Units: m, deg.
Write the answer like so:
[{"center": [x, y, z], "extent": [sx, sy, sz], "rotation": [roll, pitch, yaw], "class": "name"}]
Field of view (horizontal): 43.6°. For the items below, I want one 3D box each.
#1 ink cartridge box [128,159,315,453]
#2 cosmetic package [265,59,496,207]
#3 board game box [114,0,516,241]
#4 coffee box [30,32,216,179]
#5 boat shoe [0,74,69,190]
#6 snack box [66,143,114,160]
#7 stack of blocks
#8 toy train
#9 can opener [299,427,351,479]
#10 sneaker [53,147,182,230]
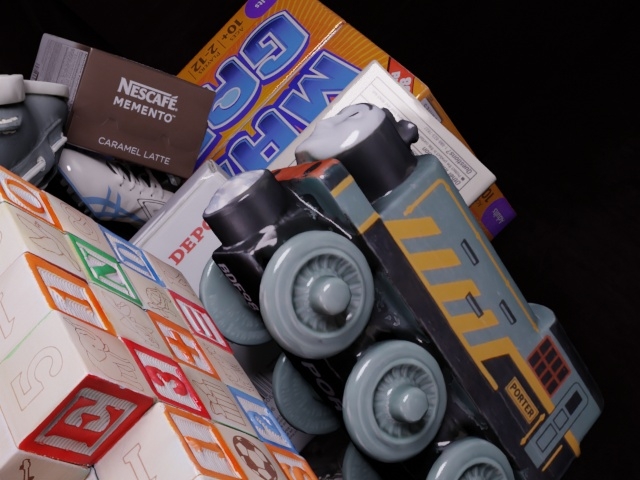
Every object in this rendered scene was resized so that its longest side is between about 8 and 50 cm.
[{"center": [-0.064, 0.059, 0.642], "extent": [0.208, 0.153, 0.087], "rotation": [44, 1, -17], "class": "ink cartridge box"}, {"center": [0.000, 0.000, 0.765], "extent": [0.160, 0.309, 0.113], "rotation": [46, 5, 5], "class": "cosmetic package"}, {"center": [-0.008, -0.085, 1.162], "extent": [0.356, 0.356, 0.356], "rotation": [48, 6, 38], "class": "board game box"}, {"center": [-0.232, -0.156, 0.895], "extent": [0.141, 0.098, 0.246], "rotation": [15, 9, -33], "class": "coffee box"}, {"center": [-0.268, -0.081, 0.653], "extent": [0.319, 0.116, 0.099], "rotation": [-145, -128, -75], "class": "boat shoe"}, {"center": [-0.281, -0.102, 0.985], "extent": [0.064, 0.022, 0.178], "rotation": [44, 4, -28], "class": "snack box"}, {"center": [-0.091, 0.104, 0.395], "extent": [0.297, 0.087, 0.171], "rotation": [48, 6, 38], "class": "stack of blocks"}, {"center": [0.062, 0.067, 0.563], "extent": [0.334, 0.190, 0.142], "rotation": [54, -26, -16], "class": "toy train"}, {"center": [0.084, 0.257, 0.683], "extent": [0.283, 0.076, 0.095], "rotation": [46, 5, -3], "class": "can opener"}, {"center": [-0.206, -0.057, 0.863], "extent": [0.085, 0.086, 0.237], "rotation": [48, 7, 23], "class": "sneaker"}]
